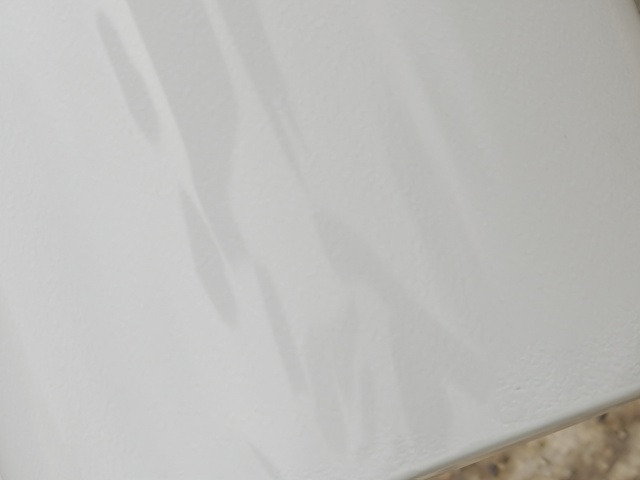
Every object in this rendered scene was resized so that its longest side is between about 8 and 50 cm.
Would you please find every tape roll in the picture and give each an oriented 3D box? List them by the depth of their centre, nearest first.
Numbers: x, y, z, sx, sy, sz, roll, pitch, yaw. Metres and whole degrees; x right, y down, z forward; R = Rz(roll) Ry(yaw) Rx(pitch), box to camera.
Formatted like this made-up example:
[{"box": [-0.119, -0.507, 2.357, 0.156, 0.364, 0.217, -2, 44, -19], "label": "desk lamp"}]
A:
[{"box": [0.000, 0.000, 0.530, 0.246, 0.246, 0.169, -26, 80, 30], "label": "tape roll"}]
